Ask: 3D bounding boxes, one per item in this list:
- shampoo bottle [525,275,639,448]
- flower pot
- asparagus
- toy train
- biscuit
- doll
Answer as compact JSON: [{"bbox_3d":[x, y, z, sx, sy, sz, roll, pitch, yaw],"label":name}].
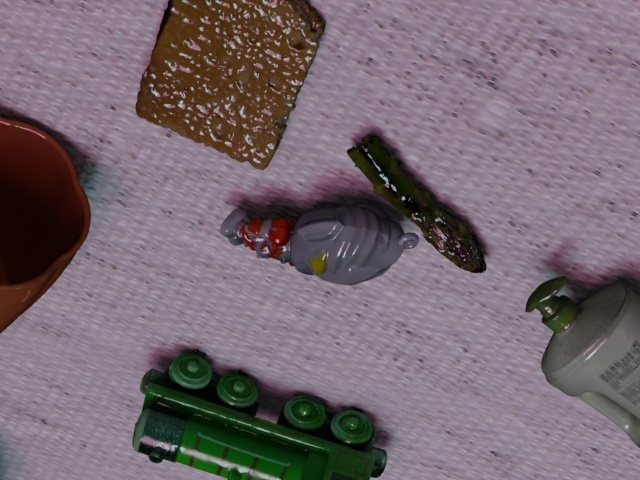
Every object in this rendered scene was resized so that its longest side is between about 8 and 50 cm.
[{"bbox_3d":[0.274,0.113,1.477,0.234,0.087,0.118,37,128,-13],"label":"shampoo bottle"},{"bbox_3d":[-0.316,0.007,1.515,0.191,0.190,0.173,26,139,-5],"label":"flower pot"},{"bbox_3d":[0.087,-0.028,1.459,0.165,0.030,0.036,43,99,-17],"label":"asparagus"},{"bbox_3d":[-0.061,0.195,1.622,0.251,0.119,0.085,17,131,1],"label":"toy train"},{"bbox_3d":[-0.066,-0.170,1.395,0.131,0.026,0.237,22,129,-3],"label":"biscuit"},{"bbox_3d":[0.000,0.000,1.485,0.180,0.079,0.094,5,157,21],"label":"doll"}]
